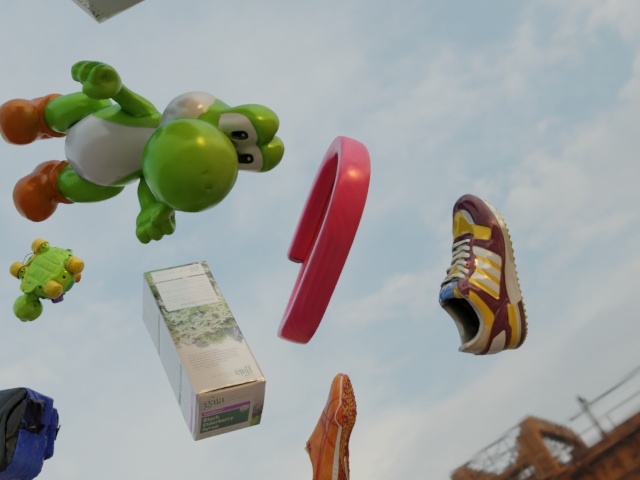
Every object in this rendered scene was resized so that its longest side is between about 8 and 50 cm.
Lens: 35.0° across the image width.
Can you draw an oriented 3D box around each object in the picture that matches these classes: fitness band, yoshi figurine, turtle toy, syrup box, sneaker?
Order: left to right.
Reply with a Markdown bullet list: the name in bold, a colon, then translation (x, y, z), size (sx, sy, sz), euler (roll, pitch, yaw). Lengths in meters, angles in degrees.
- **turtle toy**: translation (-0.412, 0.063, 1.517), size (0.130, 0.095, 0.066), euler (-53, -25, -26)
- **yoshi figurine**: translation (-0.230, -0.104, 1.232), size (0.362, 0.203, 0.203), euler (-2, -25, 23)
- **syrup box**: translation (-0.160, 0.142, 1.352), size (0.093, 0.237, 0.096), euler (-11, -45, -23)
- **fitness band**: translation (0.000, 0.000, 1.361), size (0.054, 0.209, 0.290), euler (17, -67, -7)
- **sneaker**: translation (0.010, 0.268, 1.405), size (0.067, 0.175, 0.064), euler (4, -14, 25)
- **sneaker**: translation (0.167, 0.035, 1.123), size (0.084, 0.185, 0.069), euler (-5, -21, -27)

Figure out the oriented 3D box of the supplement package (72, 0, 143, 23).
- **supplement package**: translation (-0.203, -0.385, 1.111), size (0.177, 0.293, 0.175), euler (39, -115, -29)

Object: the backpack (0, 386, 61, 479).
- **backpack**: translation (-0.413, 0.273, 1.391), size (0.098, 0.120, 0.101), euler (-16, -35, 33)
